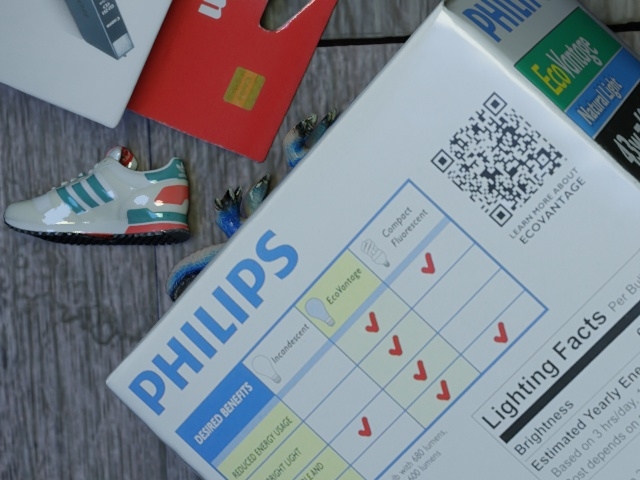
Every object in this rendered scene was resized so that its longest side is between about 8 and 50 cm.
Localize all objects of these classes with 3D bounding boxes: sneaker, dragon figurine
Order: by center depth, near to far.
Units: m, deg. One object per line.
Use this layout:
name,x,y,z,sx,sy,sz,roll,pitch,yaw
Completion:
dragon figurine,0.000,0.000,1.430,0.289,0.085,0.144,-41,82,19
sneaker,-0.177,-0.037,1.514,0.161,0.057,0.075,1,81,21

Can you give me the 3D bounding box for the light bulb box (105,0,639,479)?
light bulb box,0.126,0.069,1.235,0.361,0.225,0.358,43,114,2

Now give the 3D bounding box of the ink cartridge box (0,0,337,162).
ink cartridge box,-0.100,-0.222,1.386,0.261,0.066,0.296,21,106,-13
